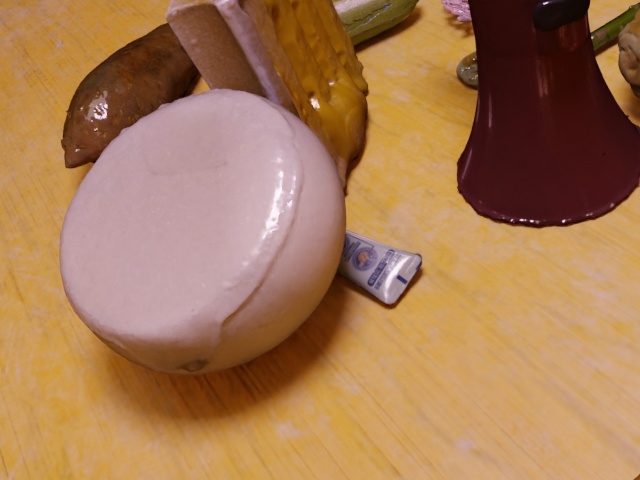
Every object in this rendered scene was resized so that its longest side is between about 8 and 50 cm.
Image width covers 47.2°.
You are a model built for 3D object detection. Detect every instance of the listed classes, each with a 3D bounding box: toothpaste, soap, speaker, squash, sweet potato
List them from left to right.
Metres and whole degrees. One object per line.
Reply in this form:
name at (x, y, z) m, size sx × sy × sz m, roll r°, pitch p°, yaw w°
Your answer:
sweet potato at (-0.257, -0.242, 1.089) m, size 0.131 × 0.130 × 0.422 m, roll -4°, pitch 40°, yaw 21°
soap at (-0.049, -0.217, 0.848) m, size 0.143 × 0.281 × 0.259 m, roll -9°, pitch 45°, yaw 19°
squash at (-0.012, -0.294, 1.048) m, size 0.341 × 0.094 × 0.094 m, roll -29°, pitch 43°, yaw -5°
toothpaste at (0.000, 0.000, 0.789) m, size 0.239 × 0.039 × 0.062 m, roll 25°, pitch 70°, yaw 37°
speaker at (0.199, -0.217, 0.722) m, size 0.198 × 0.329 × 0.259 m, roll -13°, pitch 37°, yaw 12°

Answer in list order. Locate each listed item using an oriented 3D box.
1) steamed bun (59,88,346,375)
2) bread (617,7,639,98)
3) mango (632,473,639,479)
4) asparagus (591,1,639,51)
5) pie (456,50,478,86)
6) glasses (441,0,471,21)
steamed bun at (-0.101, 0.000, 0.723) m, size 0.283 × 0.177 × 0.282 m, roll -11°, pitch 62°, yaw 22°
bread at (0.429, -0.233, 0.767) m, size 0.268 × 0.130 × 0.152 m, roll -40°, pitch 54°, yaw -16°
mango at (0.229, 0.228, 0.417) m, size 0.157 × 0.109 × 0.262 m, roll 3°, pitch 44°, yaw 39°
asparagus at (0.374, -0.271, 0.900) m, size 0.236 × 0.027 × 0.034 m, roll -35°, pitch 32°, yaw -11°
pie at (0.213, -0.221, 0.928) m, size 0.085 × 0.017 × 0.085 m, roll -12°, pitch 43°, yaw 12°
glasses at (0.261, -0.389, 1.018) m, size 0.162 × 0.095 × 0.255 m, roll 12°, pitch 51°, yaw 33°
